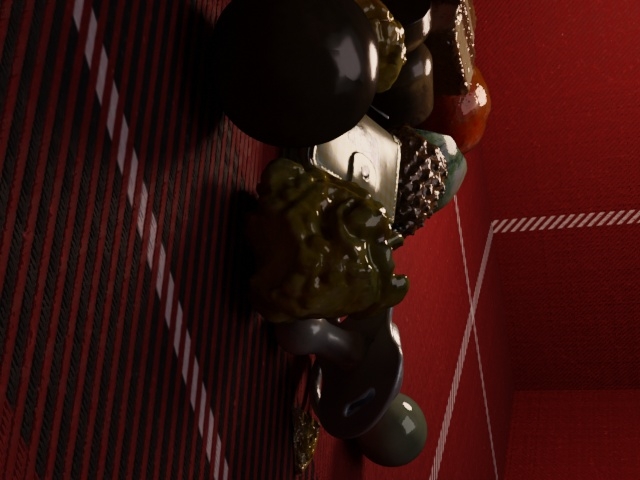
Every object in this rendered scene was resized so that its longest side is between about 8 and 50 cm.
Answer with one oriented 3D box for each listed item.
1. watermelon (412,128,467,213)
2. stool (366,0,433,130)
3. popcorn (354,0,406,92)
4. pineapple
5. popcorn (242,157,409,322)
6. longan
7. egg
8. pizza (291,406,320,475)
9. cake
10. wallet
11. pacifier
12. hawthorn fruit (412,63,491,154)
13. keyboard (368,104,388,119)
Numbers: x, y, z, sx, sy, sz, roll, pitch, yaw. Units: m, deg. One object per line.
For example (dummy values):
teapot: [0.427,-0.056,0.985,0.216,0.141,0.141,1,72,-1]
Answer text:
watermelon: [0.249,-0.173,2.149,0.176,0.260,0.256,-86,-179,-60]
stool: [0.150,-0.387,1.832,0.264,0.179,0.179,80,18,-46]
popcorn: [0.073,-0.381,1.608,0.226,0.203,0.200,148,-61,-64]
pineapple: [0.134,-0.061,1.789,0.362,0.202,0.202,-63,146,-37]
popcorn: [0.000,0.000,1.324,0.242,0.235,0.250,12,61,-52]
longan: [-0.034,-0.254,1.233,0.258,0.258,0.258,-4,90,-71]
egg: [0.143,0.384,1.758,0.192,0.149,0.149,54,37,-59]
pizza: [-0.027,0.329,1.470,0.123,0.026,0.108,-67,145,-52]
cake: [0.231,-0.509,2.058,0.282,0.256,0.290,58,38,-57]
wallet: [0.051,-0.161,1.602,0.309,0.077,0.223,30,52,-48]
pacifier: [0.016,0.179,1.438,0.233,0.244,0.299,31,36,-30]
hawthorn fruit: [0.320,-0.339,2.254,0.284,0.284,0.284,-4,90,-71]
keyboard: [0.067,-0.271,1.666,0.067,0.011,0.202,30,6,-28]
